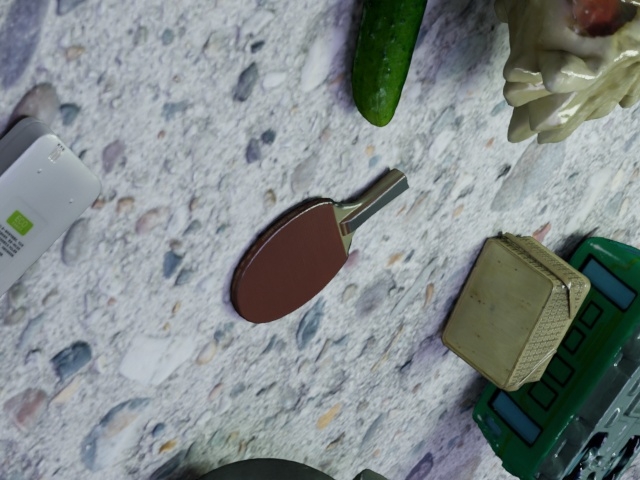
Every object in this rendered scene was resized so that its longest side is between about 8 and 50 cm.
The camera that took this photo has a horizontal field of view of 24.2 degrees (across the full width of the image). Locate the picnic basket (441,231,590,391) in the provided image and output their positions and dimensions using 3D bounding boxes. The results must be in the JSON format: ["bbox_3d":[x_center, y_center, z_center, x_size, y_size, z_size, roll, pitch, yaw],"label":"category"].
[{"bbox_3d":[0.227,0.083,1.749,0.079,0.115,0.164,-2,125,-48],"label":"picnic basket"}]

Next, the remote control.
[{"bbox_3d":[-0.278,0.019,1.141,0.250,0.034,0.103,-46,148,-4],"label":"remote control"}]

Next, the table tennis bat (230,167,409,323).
[{"bbox_3d":[0.000,0.000,1.476,0.220,0.019,0.130,-38,146,-15],"label":"table tennis bat"}]

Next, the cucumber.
[{"bbox_3d":[0.062,-0.198,1.315,0.056,0.056,0.250,-24,142,-34],"label":"cucumber"}]

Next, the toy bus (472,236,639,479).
[{"bbox_3d":[0.346,0.164,1.899,0.183,0.199,0.343,15,112,-53],"label":"toy bus"}]

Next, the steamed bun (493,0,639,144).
[{"bbox_3d":[0.262,-0.212,1.399,0.247,0.189,0.428,-19,169,17],"label":"steamed bun"}]

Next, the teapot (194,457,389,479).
[{"bbox_3d":[-0.007,0.425,1.627,0.361,0.305,0.376,14,75,-63],"label":"teapot"}]
